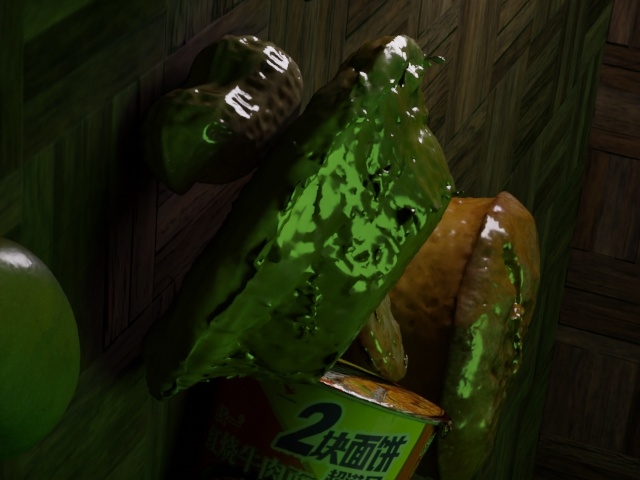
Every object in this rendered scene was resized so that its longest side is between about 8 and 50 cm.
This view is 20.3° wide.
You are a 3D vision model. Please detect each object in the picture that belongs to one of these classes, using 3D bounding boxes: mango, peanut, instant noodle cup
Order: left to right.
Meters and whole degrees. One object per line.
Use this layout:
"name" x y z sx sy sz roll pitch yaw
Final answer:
"mango" -0.192 0.058 1.011 0.191 0.085 0.122 68 43 -65
"peanut" -0.068 -0.093 1.289 0.194 0.083 0.093 -48 162 -60
"instant noodle cup" -0.016 0.189 1.522 0.174 0.213 0.213 -68 164 3

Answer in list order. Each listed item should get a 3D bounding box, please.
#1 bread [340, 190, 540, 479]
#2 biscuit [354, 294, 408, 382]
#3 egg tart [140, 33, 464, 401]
"bread" 0.117 0.074 1.874 0.179 0.194 0.340 60 44 -59
"biscuit" 0.033 0.008 1.591 0.118 0.029 0.247 29 42 -68
"egg tart" 0.000 0.000 1.335 0.341 0.132 0.341 -53 178 -2
